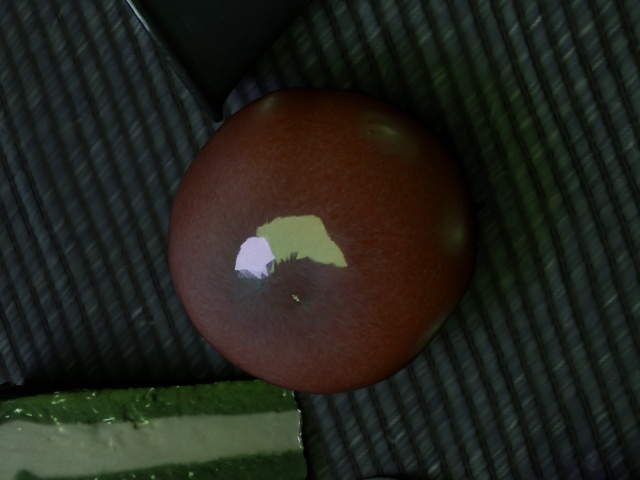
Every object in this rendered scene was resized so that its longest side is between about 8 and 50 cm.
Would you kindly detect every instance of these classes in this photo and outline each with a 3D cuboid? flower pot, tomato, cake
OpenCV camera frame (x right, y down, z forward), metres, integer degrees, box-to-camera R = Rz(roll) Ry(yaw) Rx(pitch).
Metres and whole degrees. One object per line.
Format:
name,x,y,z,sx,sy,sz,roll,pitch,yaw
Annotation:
flower pot,-0.091,-0.228,1.605,0.148,0.235,0.235,-33,91,2
tomato,0.000,0.000,1.609,0.256,0.224,0.256,4,114,9
cake,-0.167,0.196,1.778,0.283,0.172,0.158,-4,89,-15

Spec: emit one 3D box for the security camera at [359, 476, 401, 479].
security camera,-0.025,0.314,1.729,0.301,0.157,0.080,-29,119,18
